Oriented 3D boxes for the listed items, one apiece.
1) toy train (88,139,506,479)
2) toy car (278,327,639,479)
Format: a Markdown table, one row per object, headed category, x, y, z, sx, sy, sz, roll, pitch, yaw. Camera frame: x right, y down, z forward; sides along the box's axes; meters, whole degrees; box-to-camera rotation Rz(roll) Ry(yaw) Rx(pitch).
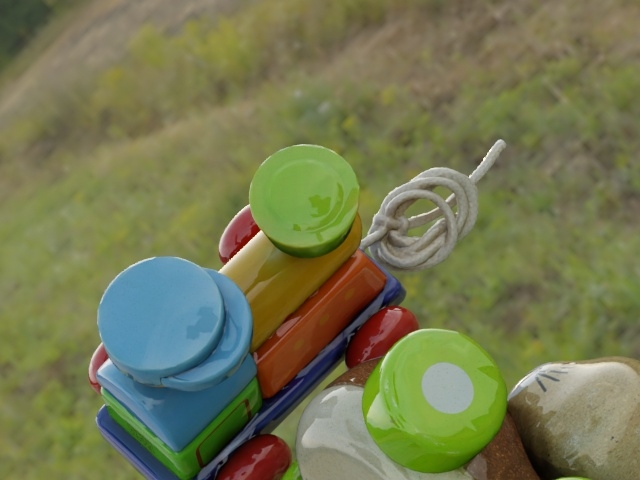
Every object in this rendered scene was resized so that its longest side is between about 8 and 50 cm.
| category | x | y | z | sx | sy | sz | roll | pitch | yaw |
| --- | --- | --- | --- | --- | --- | --- | --- | --- | --- |
| toy train | 0.000 | 0.000 | 0.830 | 0.248 | 0.105 | 0.143 | -44 | -19 | -17 |
| toy car | 0.096 | 0.081 | 0.772 | 0.188 | 0.149 | 0.155 | -37 | -10 | -31 |
